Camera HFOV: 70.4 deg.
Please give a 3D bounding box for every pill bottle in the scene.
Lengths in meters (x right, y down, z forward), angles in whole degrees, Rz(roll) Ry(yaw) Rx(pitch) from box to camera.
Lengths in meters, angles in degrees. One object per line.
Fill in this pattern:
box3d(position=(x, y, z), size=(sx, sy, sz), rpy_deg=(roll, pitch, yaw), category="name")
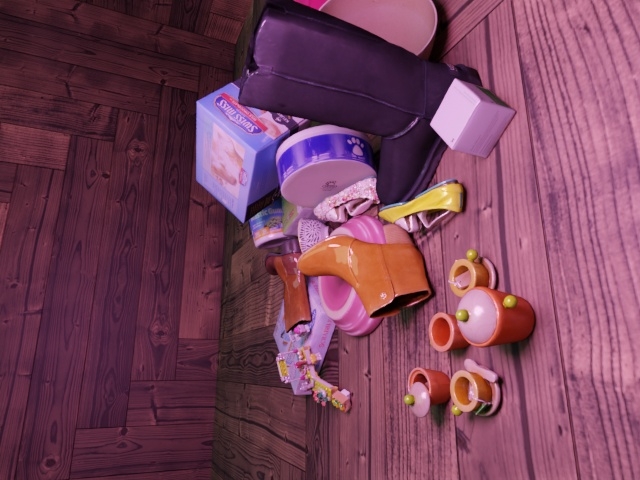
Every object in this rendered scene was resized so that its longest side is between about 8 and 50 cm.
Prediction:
box3d(position=(-0.195, -0.116, 1.671), size=(0.152, 0.153, 0.271), rpy_deg=(-38, 64, 59), category="pill bottle")

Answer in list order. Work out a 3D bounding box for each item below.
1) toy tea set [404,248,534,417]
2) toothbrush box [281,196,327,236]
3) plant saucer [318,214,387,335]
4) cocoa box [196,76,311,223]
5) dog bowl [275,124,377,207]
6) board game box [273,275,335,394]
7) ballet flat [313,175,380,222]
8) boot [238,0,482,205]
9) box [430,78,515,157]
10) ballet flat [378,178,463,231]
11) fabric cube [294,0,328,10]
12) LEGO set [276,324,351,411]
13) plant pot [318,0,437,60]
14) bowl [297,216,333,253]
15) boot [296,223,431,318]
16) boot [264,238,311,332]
box3d(position=(0.229, 0.189, 0.798), size=(0.200, 0.125, 0.335), rpy_deg=(-132, 53, -61), category="toy tea set")
box3d(position=(-0.050, -0.180, 1.563), size=(0.206, 0.122, 0.282), rpy_deg=(130, 139, -55), category="toothbrush box")
box3d(position=(0.078, 0.092, 1.236), size=(0.332, 0.084, 0.331), rpy_deg=(-173, 90, -68), category="plant saucer")
box3d(position=(-0.210, -0.266, 1.344), size=(0.231, 0.228, 0.347), rpy_deg=(42, 148, 11), category="cocoa box")
box3d(position=(0.017, -0.191, 1.223), size=(0.265, 0.265, 0.104), rpy_deg=(135, 131, -56), category="dog bowl")
box3d(position=(-0.060, 0.286, 1.527), size=(0.318, 0.066, 0.318), rpy_deg=(-124, 47, -58), category="board game box")
box3d(position=(0.070, -0.095, 1.236), size=(0.241, 0.091, 0.077), rpy_deg=(-28, 58, 42), category="ballet flat")
box3d(position=(0.047, -0.246, 0.936), size=(0.146, 0.446, 0.366), rpy_deg=(-107, 33, -44), category="boot")
box3d(position=(0.279, -0.227, 0.845), size=(0.101, 0.087, 0.101), rpy_deg=(-110, 34, -46), category="box")
box3d(position=(0.209, -0.060, 0.970), size=(0.231, 0.077, 0.077), rpy_deg=(-22, 77, 54), category="ballet flat")
box3d(position=(0.029, -0.527, 1.302), size=(0.254, 0.259, 0.258), rpy_deg=(-165, 82, -66), category="fabric cube")
box3d(position=(-0.037, 0.386, 1.293), size=(0.287, 0.107, 0.132), rpy_deg=(55, 130, 35), category="LEGO set")
box3d(position=(0.130, -0.438, 1.085), size=(0.191, 0.285, 0.283), rpy_deg=(63, -159, -64), category="plant pot")
box3d(position=(0.000, 0.000, 1.414), size=(0.170, 0.080, 0.169), rpy_deg=(-15, -90, -72), category="bowl")
box3d(position=(0.085, 0.084, 1.021), size=(0.104, 0.296, 0.211), rpy_deg=(56, -160, -45), category="boot")
box3d(position=(-0.105, 0.167, 1.518), size=(0.264, 0.096, 0.280), rpy_deg=(-32, 60, 50), category="boot")
